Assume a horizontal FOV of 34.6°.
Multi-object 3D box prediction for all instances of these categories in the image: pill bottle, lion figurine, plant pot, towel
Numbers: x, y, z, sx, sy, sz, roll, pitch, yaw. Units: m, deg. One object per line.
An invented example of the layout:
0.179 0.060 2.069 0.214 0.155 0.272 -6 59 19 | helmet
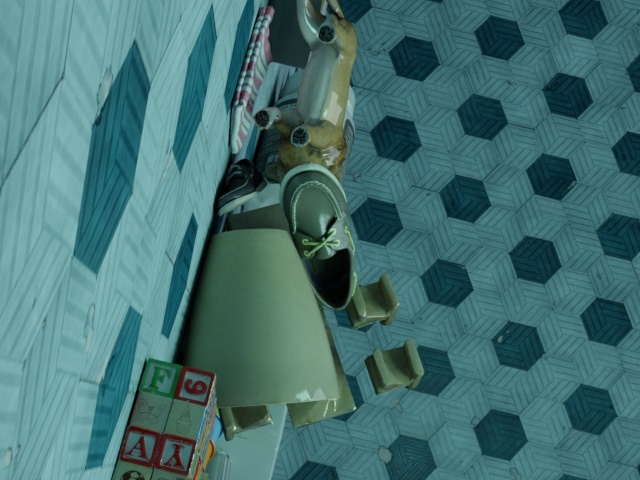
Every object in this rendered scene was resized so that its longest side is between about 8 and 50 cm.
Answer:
-0.035 -0.195 2.268 0.204 0.204 0.361 104 0 -54 | pill bottle
0.000 -0.253 1.688 0.240 0.142 0.392 6 104 -68 | lion figurine
-0.104 0.125 1.644 0.256 0.256 0.274 107 -21 -83 | plant pot
-0.106 -0.250 1.606 0.144 0.029 0.197 103 1 -66 | towel

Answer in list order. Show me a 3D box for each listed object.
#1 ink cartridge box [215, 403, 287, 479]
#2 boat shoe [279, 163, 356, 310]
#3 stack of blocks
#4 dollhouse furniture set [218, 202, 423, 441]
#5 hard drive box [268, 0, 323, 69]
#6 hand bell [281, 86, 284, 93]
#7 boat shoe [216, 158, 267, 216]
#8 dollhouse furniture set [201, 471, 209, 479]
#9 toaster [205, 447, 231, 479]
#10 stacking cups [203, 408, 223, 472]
-0.178 0.393 2.172 0.270 0.197 0.198 -77 180 -57 | ink cartridge box
0.005 -0.001 1.707 0.305 0.109 0.091 76 -1 -49 | boat shoe
-0.200 0.275 1.357 0.297 0.087 0.171 105 -2 -71 | stack of blocks
-0.052 0.159 1.946 0.256 0.362 0.394 100 -27 -68 | dollhouse furniture set
-0.038 -0.414 1.832 0.232 0.089 0.181 -79 -177 -73 | hard drive box
-0.084 -0.283 2.504 0.242 0.126 0.126 -58 167 -46 | hand bell
-0.140 -0.091 1.689 0.065 0.075 0.206 60 13 -7 | boat shoe
-0.224 0.393 1.698 0.182 0.101 0.161 104 -1 -52 | dollhouse furniture set
-0.242 0.501 1.996 0.146 0.129 0.227 -84 -175 -57 | toaster
-0.227 0.355 1.908 0.316 0.096 0.096 -71 176 -63 | stacking cups
